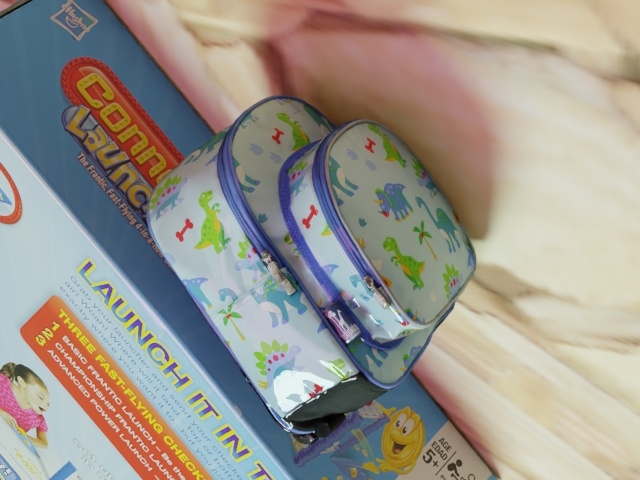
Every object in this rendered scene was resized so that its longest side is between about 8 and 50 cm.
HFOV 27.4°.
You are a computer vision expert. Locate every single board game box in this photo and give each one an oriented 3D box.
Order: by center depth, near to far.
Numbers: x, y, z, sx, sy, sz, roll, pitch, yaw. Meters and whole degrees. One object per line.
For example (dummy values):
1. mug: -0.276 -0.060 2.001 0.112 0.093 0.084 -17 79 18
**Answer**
1. board game box: -0.110 0.070 0.686 0.308 0.086 0.302 51 143 -3

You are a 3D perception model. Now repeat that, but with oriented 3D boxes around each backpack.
1. backpack: 0.000 0.000 0.505 0.084 0.105 0.114 -38 92 31
